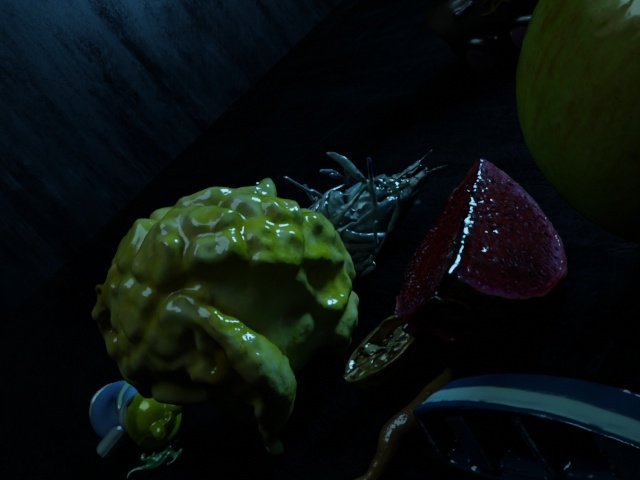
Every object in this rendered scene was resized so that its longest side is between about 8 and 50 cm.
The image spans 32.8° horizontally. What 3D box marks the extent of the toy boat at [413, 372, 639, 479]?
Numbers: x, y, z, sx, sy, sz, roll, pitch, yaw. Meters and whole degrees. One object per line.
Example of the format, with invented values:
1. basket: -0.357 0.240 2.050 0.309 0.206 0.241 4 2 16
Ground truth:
1. toy boat: 0.201 0.165 0.947 0.061 0.096 0.299 -41 18 -29

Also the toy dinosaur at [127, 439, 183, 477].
1. toy dinosaur: -0.231 0.317 1.549 0.062 0.021 0.083 9 49 50

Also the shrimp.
1. shrimp: 0.005 -0.001 1.627 0.410 0.166 0.221 -48 48 21

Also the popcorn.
1. popcorn: -0.103 0.106 1.391 0.349 0.349 0.382 -30 60 27

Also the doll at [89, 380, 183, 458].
1. doll: -0.280 0.263 1.645 0.135 0.099 0.241 -25 10 -32

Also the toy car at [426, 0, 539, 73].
1. toy car: 0.321 -0.469 1.920 0.340 0.240 0.271 -21 28 51

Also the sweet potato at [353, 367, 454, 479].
1. sweet potato: 0.089 0.202 1.156 0.179 0.044 0.044 -48 20 -21

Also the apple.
1. apple: 0.350 -0.150 1.017 0.339 0.339 0.340 -35 19 14

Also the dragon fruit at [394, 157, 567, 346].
1. dragon fruit: 0.177 0.037 1.213 0.189 0.163 0.262 9 33 14

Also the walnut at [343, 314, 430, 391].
1. walnut: 0.087 0.139 1.286 0.121 0.052 0.091 -42 20 1

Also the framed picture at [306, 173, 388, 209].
1. framed picture: -0.011 -0.015 1.884 0.265 0.018 0.192 -24 23 41
